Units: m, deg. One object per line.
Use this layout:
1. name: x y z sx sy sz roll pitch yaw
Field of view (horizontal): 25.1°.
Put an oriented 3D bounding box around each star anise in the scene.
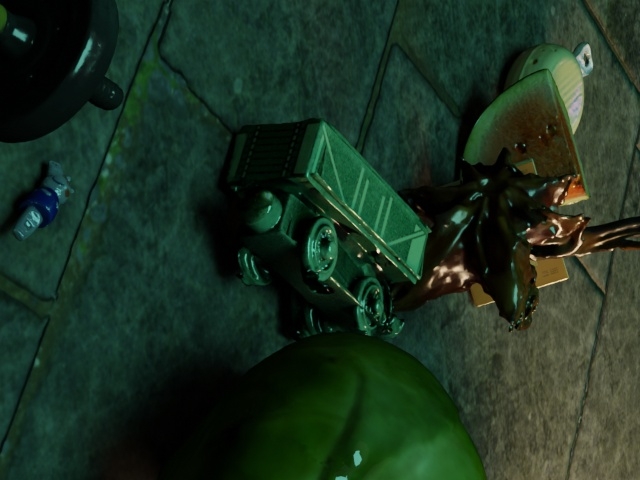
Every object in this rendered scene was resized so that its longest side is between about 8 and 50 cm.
1. star anise: 0.229 0.003 1.588 0.346 0.237 0.148 -11 139 -19

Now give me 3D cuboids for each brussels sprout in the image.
1. brussels sprout: -0.016 0.250 1.211 0.276 0.315 0.371 48 54 -15

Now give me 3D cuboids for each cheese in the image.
1. cheese: 0.307 -0.201 1.865 0.227 0.064 0.137 -42 127 -46

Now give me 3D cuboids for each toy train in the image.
1. toy train: 0.000 0.000 1.377 0.269 0.115 0.154 42 48 -47

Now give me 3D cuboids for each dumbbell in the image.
1. dumbbell: -0.246 -0.163 0.978 0.325 0.143 0.143 34 63 -51

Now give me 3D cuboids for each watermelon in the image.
1. watermelon: 0.260 -0.097 1.743 0.193 0.137 0.145 -58 160 3

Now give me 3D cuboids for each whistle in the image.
1. whistle: -0.218 -0.030 1.121 0.033 0.029 0.083 59 34 -26

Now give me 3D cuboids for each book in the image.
1. book: 0.215 -0.008 1.693 0.012 0.118 0.172 -93 164 -60
